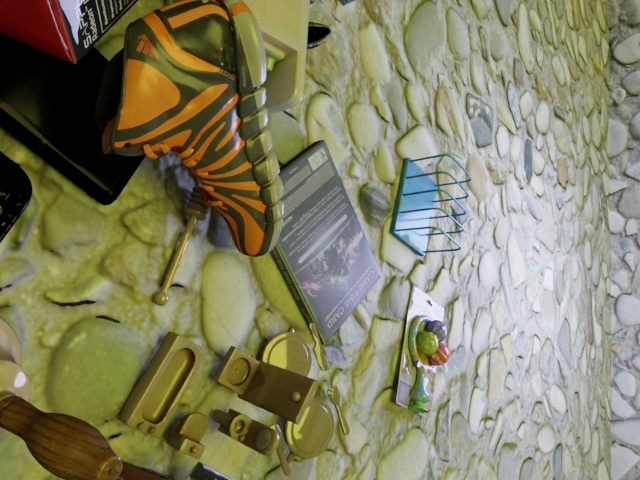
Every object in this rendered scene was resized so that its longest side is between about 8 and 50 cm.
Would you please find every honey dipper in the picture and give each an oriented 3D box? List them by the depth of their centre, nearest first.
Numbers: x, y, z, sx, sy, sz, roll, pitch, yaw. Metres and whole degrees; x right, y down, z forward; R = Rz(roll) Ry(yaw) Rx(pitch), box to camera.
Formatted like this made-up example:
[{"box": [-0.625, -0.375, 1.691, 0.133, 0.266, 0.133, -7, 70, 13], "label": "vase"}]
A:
[{"box": [-0.174, 0.007, 0.701, 0.030, 0.030, 0.160, 33, 64, -41], "label": "honey dipper"}]

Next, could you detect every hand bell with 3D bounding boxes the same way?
[{"box": [-0.240, 0.141, 0.437, 0.126, 0.242, 0.126, -21, 116, -52], "label": "hand bell"}]

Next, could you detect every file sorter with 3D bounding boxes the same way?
[{"box": [0.227, -0.071, 1.102, 0.118, 0.104, 0.170, 33, 62, -42], "label": "file sorter"}]

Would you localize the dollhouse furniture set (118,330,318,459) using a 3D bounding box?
[{"box": [-0.118, 0.191, 0.658, 0.151, 0.123, 0.144, 43, 65, -37], "label": "dollhouse furniture set"}]

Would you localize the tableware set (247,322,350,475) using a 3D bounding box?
[{"box": [-0.039, 0.229, 0.824, 0.128, 0.039, 0.194, -21, 96, -35], "label": "tableware set"}]

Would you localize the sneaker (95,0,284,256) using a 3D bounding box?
[{"box": [-0.151, -0.101, 0.630, 0.180, 0.124, 0.321, -23, 126, -23], "label": "sneaker"}]

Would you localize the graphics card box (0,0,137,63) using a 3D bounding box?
[{"box": [-0.236, -0.349, 0.528, 0.094, 0.233, 0.371, 103, 10, -60], "label": "graphics card box"}]

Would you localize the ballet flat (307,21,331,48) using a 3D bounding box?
[{"box": [-0.051, -0.324, 0.858, 0.173, 0.049, 0.057, -30, 107, -46], "label": "ballet flat"}]

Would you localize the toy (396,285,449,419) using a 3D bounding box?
[{"box": [0.219, 0.224, 1.098, 0.137, 0.056, 0.237, 37, 60, -41], "label": "toy"}]

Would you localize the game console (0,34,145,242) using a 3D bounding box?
[{"box": [-0.315, -0.063, 0.541, 0.213, 0.044, 0.361, 45, 56, -36], "label": "game console"}]

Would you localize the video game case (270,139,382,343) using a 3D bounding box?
[{"box": [0.000, 0.000, 0.900, 0.196, 0.026, 0.274, -44, 119, -41], "label": "video game case"}]

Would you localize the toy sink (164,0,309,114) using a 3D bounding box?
[{"box": [-0.114, -0.290, 0.709, 0.131, 0.153, 0.234, 13, 77, -47], "label": "toy sink"}]

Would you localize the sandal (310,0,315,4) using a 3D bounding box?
[{"box": [0.013, -0.514, 0.921, 0.120, 0.086, 0.302, 49, 53, -33], "label": "sandal"}]

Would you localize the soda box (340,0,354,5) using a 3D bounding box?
[{"box": [0.082, -0.516, 1.017, 0.058, 0.063, 0.183, 50, 53, -33], "label": "soda box"}]

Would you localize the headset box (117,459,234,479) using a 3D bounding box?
[{"box": [-0.171, 0.401, 0.601, 0.218, 0.110, 0.293, 46, 54, -35], "label": "headset box"}]
